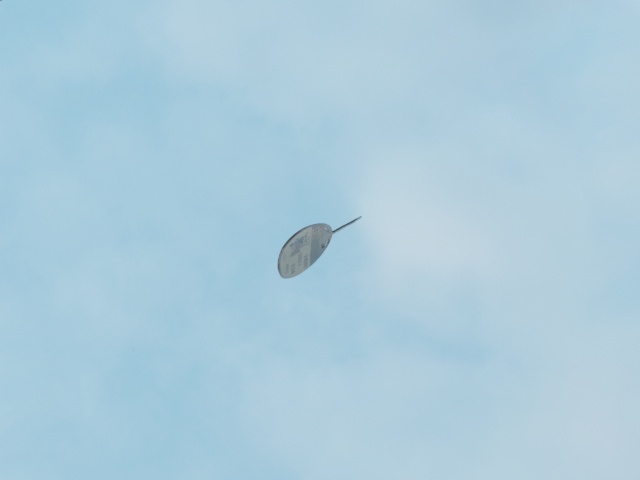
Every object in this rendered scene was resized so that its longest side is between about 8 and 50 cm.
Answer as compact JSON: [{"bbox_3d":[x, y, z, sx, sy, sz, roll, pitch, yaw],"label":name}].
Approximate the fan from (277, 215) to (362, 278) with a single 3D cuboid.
[{"bbox_3d":[-0.005,0.000,0.685,0.080,0.060,0.003,-44,-116,3],"label":"fan"}]
